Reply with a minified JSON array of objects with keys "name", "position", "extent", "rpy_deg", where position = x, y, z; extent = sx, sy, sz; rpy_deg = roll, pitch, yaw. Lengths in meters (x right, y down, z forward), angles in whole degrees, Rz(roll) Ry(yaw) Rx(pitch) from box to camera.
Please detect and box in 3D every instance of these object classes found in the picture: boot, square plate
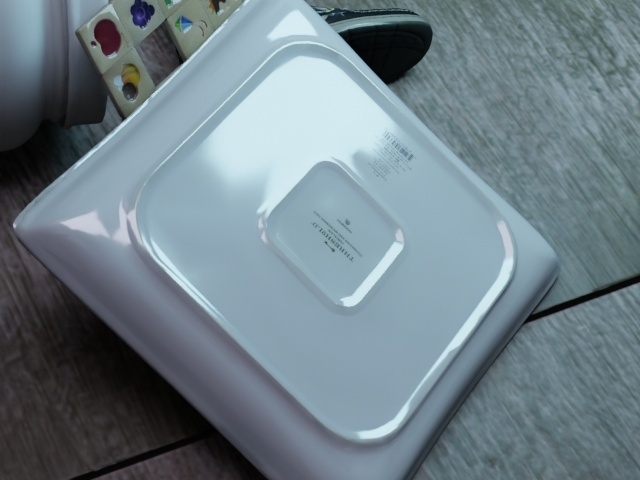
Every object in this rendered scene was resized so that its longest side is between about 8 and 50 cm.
[{"name":"boot","position":[-0.034,-0.212,1.463],"extent":[0.236,0.085,0.178],"rpy_deg":[-13,53,-21]},{"name":"square plate","position":[0.000,0.000,1.245],"extent":[0.347,0.049,0.344],"rpy_deg":[45,55,-5]}]

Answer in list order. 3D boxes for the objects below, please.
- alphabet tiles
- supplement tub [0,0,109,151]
[{"name":"alphabet tiles","position":[-0.081,-0.121,1.310],"extent":[0.009,0.237,0.198],"rpy_deg":[4,40,42]},{"name":"supplement tub","position":[-0.345,-0.183,1.281],"extent":[0.331,0.241,0.241],"rpy_deg":[-4,53,-14]}]
